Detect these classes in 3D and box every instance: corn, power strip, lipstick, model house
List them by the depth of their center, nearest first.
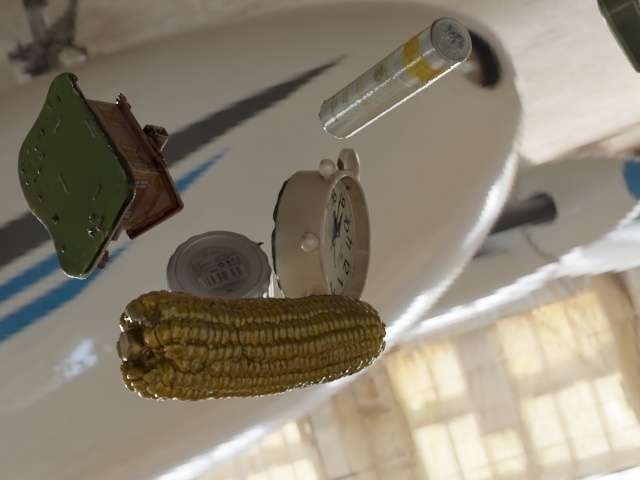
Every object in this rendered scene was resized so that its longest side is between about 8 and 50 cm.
[{"bbox_3d":[-0.056,0.090,1.225,0.291,0.101,0.101,-1,164,-42],"label":"corn"},{"bbox_3d":[0.084,-0.190,1.622,0.059,0.059,0.264,-13,171,-31],"label":"lipstick"},{"bbox_3d":[0.445,-0.323,1.920,0.059,0.194,0.265,-27,-150,22],"label":"power strip"},{"bbox_3d":[-0.312,-0.089,2.000,0.154,0.294,0.207,6,127,-40],"label":"model house"}]

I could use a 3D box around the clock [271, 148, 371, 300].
[{"bbox_3d":[0.000,0.000,1.423,0.063,0.229,0.156,-1,149,22],"label":"clock"}]

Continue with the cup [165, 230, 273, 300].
[{"bbox_3d":[-0.154,0.083,1.954,0.167,0.221,0.202,-17,144,-16],"label":"cup"}]
